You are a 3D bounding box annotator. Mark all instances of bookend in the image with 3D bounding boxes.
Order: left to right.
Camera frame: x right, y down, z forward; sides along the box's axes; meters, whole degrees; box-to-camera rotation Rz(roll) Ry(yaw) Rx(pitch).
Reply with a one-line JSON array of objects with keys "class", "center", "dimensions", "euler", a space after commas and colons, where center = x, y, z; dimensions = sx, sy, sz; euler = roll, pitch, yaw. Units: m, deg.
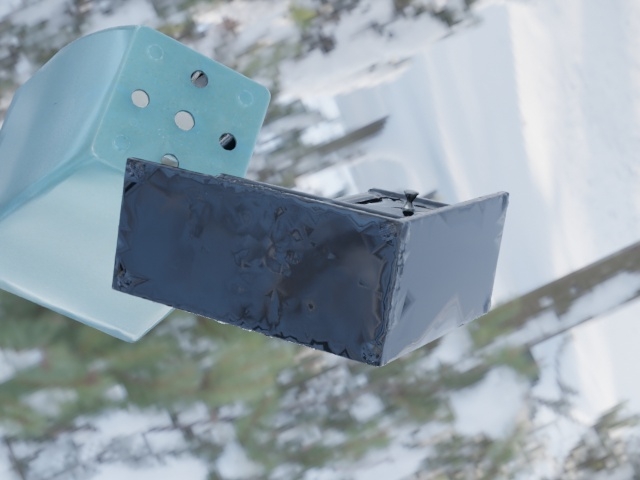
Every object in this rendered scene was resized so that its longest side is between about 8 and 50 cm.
[{"class": "bookend", "center": [0.000, 0.000, 0.702], "dimensions": [0.157, 0.156, 0.072], "euler": [-14, -65, -62]}]

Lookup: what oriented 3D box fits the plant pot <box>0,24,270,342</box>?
[{"class": "plant pot", "center": [-0.141, -0.049, 0.955], "dimensions": [0.165, 0.165, 0.234], "euler": [26, 155, -21]}]
